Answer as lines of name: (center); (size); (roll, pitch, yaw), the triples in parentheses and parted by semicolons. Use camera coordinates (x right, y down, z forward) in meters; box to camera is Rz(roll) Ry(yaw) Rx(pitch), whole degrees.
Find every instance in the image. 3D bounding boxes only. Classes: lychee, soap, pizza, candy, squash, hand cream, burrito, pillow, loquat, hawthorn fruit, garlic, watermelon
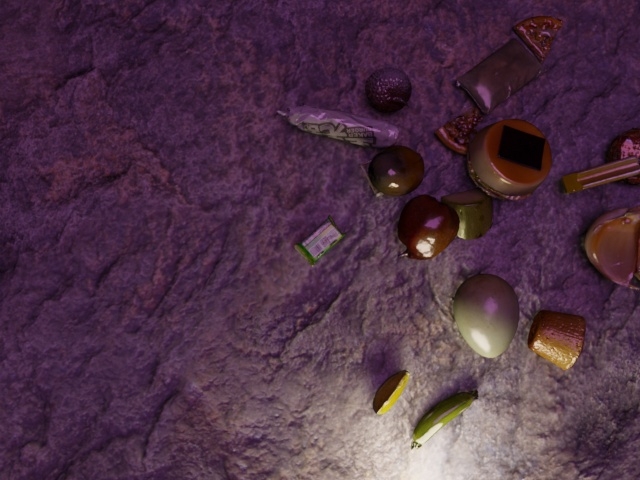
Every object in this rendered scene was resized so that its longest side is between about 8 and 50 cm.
lychee: (0.248, -0.535, 1.798); (0.165, 0.165, 0.198); (-27, 54, -2)
soap: (0.982, -0.228, 1.767); (0.231, 0.140, 0.073); (-16, 84, 22)
pizza: (0.529, -0.418, 1.843); (0.154, 0.069, 0.194); (37, 86, 1)
candy: (0.000, 0.000, 1.829); (0.178, 0.032, 0.102); (-42, 85, -2)
squash: (0.430, 0.623, 1.781); (0.318, 0.080, 0.071); (-38, 50, -4)
hand cream: (0.195, -0.229, 1.848); (0.061, 0.039, 0.144); (-21, 78, 3)
burrito: (0.061, -0.416, 1.805); (0.444, 0.139, 0.101); (14, 91, 4)
squash: (0.551, -0.097, 1.818); (0.191, 0.085, 0.184); (-13, 86, 0)
pillow: (0.664, -0.605, 1.853); (0.302, 0.075, 0.185); (-36, 79, -5)
loquat: (0.267, -0.243, 1.759); (0.227, 0.179, 0.179); (-29, 87, -46)
hawthorn fruit: (0.359, -0.034, 1.763); (0.208, 0.208, 0.248); (34, 101, 1)
garlic: (1.105, 0.021, 1.761); (0.285, 0.249, 0.314); (-20, 107, -18)
pizza: (0.815, -0.760, 1.885); (0.184, 0.036, 0.176); (4, 87, 0)
watermelon: (0.258, 0.545, 1.775); (0.075, 0.092, 0.182); (42, 78, -12)

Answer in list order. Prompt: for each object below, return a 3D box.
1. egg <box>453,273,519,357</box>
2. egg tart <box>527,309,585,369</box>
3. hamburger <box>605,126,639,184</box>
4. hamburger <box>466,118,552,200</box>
egg: (0.574, 0.261, 1.734); (0.218, 0.218, 0.296); (-9, 100, -1)
egg tart: (0.818, 0.339, 1.756); (0.147, 0.202, 0.203); (17, 86, 13)
hamburger: (1.169, -0.309, 1.834); (0.230, 0.107, 0.231); (0, 92, 4)
hamburger: (0.662, -0.283, 1.781); (0.299, 0.176, 0.301); (2, 76, -6)
